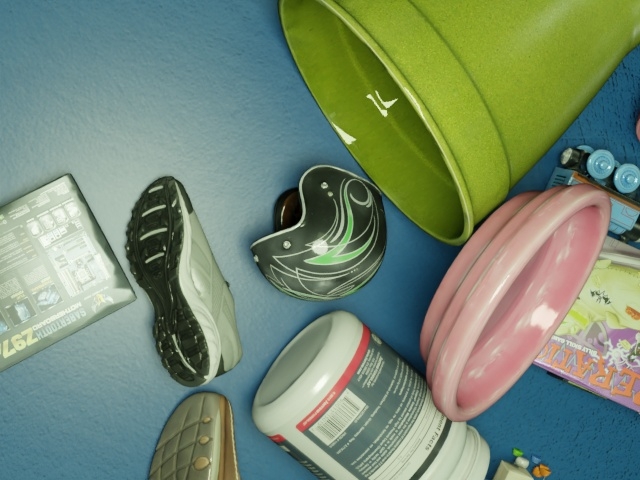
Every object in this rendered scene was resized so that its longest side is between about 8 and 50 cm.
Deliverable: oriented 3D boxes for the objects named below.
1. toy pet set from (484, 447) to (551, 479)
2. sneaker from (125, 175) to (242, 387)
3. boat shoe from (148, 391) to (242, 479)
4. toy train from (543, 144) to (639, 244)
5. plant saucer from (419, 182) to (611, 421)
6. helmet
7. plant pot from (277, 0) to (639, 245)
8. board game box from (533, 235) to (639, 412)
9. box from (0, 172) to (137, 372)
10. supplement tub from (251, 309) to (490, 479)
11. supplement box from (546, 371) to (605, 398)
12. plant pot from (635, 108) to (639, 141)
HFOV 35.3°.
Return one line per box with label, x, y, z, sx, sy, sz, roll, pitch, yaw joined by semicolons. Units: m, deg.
toy pet set;0.259;0.335;1.401;0.122;0.114;0.065;21;99;-12
sneaker;-0.171;0.050;1.296;0.108;0.100;0.271;-6;80;-57
boat shoe;-0.148;0.360;1.307;0.116;0.123;0.324;14;79;-47
toy train;0.411;-0.064;1.436;0.184;0.080;0.105;24;96;-16
plant saucer;0.230;0.066;1.232;0.084;0.332;0.332;36;82;26
helmet;0.000;0.000;1.292;0.169;0.169;0.161;19;71;-14
plant pot;0.197;-0.243;1.222;0.353;0.366;0.366;-36;100;-9
board game box;0.388;0.102;1.392;0.347;0.056;0.208;24;90;7
box;-0.374;0.047;1.255;0.233;0.059;0.183;-29;98;-12
supplement tub;0.065;0.240;1.302;0.272;0.191;0.191;42;83;-12
supplement box;0.387;0.174;1.446;0.083;0.056;0.083;23;86;-13
plant pot;0.563;-0.216;1.416;0.201;0.201;0.180;23;71;-14
